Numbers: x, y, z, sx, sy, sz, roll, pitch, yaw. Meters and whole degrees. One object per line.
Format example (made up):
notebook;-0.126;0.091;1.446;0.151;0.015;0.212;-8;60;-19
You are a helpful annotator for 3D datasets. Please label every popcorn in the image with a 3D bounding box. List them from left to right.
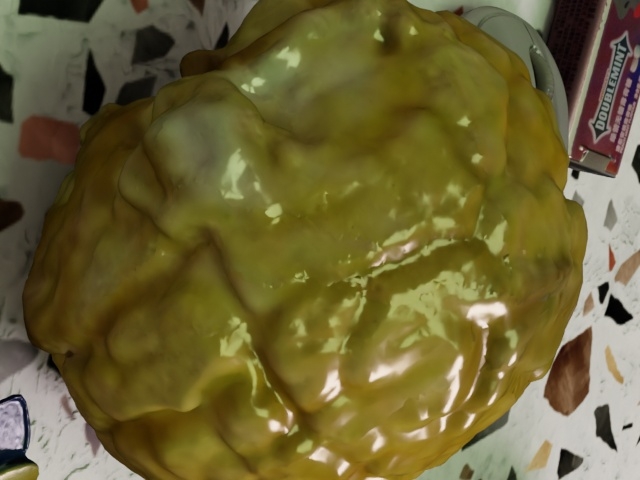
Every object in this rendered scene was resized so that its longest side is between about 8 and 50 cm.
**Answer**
popcorn;-0.003;0.020;1.083;0.344;0.354;0.390;-27;124;-63

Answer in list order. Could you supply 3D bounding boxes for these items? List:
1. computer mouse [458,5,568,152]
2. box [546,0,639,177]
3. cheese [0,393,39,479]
computer mouse;0.151;-0.057;1.406;0.184;0.121;0.297;21;89;-49
box;0.270;-0.180;1.534;0.120;0.069;0.224;11;96;-50
cheese;-0.232;0.228;1.115;0.156;0.064;0.250;-26;125;-42
